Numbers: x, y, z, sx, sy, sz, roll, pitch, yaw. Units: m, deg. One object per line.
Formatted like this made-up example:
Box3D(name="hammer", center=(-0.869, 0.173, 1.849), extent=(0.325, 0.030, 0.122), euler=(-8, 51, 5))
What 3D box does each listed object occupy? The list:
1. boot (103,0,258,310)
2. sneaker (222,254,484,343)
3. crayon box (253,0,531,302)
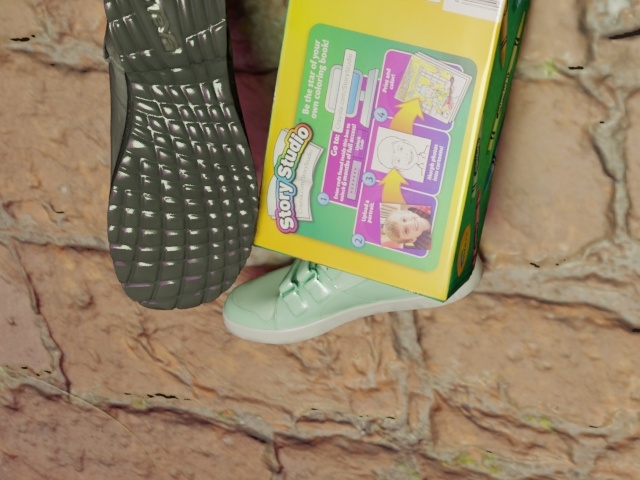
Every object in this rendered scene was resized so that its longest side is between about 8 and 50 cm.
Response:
Box3D(name="boot", center=(-0.113, -0.133, 1.088), extent=(0.118, 0.223, 0.338), euler=(0, 121, -8))
Box3D(name="sneaker", center=(0.001, 0.000, 1.205), extent=(0.256, 0.094, 0.151), euler=(-15, 122, 26))
Box3D(name="crayon box", center=(0.054, -0.110, 1.036), extent=(0.165, 0.081, 0.278), euler=(17, 111, 18))
